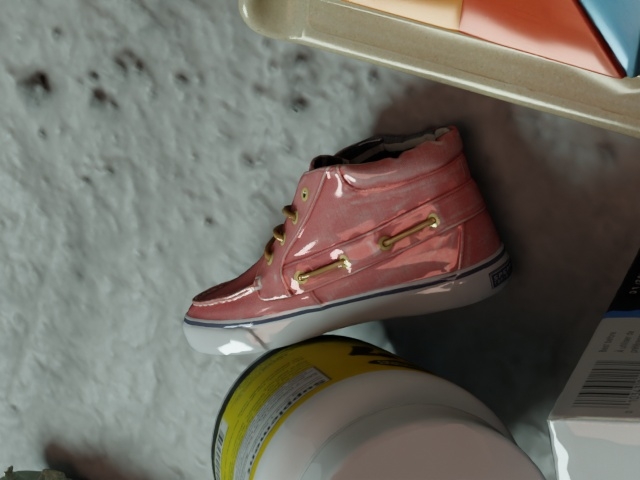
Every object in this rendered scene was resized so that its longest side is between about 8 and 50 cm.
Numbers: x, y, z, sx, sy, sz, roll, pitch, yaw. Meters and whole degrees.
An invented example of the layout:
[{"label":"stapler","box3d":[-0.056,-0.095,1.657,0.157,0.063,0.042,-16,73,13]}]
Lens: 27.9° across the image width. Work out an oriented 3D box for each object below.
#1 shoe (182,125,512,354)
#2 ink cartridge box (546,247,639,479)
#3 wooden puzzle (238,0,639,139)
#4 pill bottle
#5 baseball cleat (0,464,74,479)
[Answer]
[{"label":"shoe","box3d":[0.000,0.000,0.624,0.178,0.063,0.081,-13,104,29]},{"label":"ink cartridge box","box3d":[0.163,0.181,0.545,0.065,0.165,0.332,-2,110,26]},{"label":"wooden puzzle","box3d":[0.074,-0.161,0.513,0.239,0.044,0.221,17,120,23]},{"label":"pill bottle","box3d":[0.021,0.109,0.559,0.119,0.208,0.119,0,93,-11]},{"label":"baseball cleat","box3d":[-0.124,0.221,0.793,0.206,0.072,0.109,26,130,22]}]
